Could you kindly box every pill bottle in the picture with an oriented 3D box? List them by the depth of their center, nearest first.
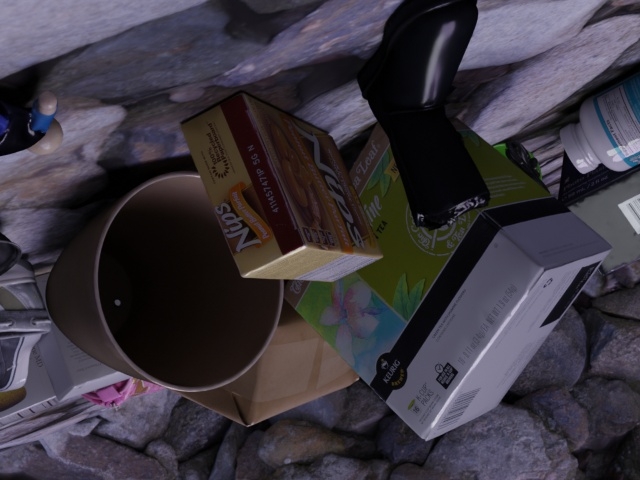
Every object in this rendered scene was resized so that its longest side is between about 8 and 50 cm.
[{"bbox_3d":[0.552,-0.214,1.805,0.264,0.146,0.146,-28,169,28],"label":"pill bottle"}]

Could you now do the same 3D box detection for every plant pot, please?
[{"bbox_3d":[-0.231,0.059,1.313,0.256,0.256,0.274,-15,-176,-40],"label":"plant pot"}]

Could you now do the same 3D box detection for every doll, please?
[{"bbox_3d":[-0.273,-0.095,0.865,0.129,0.046,0.189,-25,170,17],"label":"doll"}]

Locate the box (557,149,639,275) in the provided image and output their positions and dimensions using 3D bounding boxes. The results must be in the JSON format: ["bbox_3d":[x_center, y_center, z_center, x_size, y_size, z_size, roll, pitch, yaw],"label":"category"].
[{"bbox_3d":[0.624,-0.131,1.995,0.296,0.183,0.294,-29,-161,30],"label":"box"}]

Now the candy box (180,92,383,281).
[{"bbox_3d":[-0.034,-0.051,1.237,0.087,0.183,0.316,-25,170,16],"label":"candy box"}]

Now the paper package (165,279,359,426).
[{"bbox_3d":[-0.128,0.150,1.741,0.309,0.168,0.325,18,-166,28],"label":"paper package"}]

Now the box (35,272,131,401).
[{"bbox_3d":[-0.341,0.128,1.523,0.130,0.170,0.091,-16,168,-33],"label":"box"}]

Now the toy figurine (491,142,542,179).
[{"bbox_3d":[0.326,-0.115,1.981,0.173,0.130,0.159,-2,-178,8],"label":"toy figurine"}]

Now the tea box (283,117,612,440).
[{"bbox_3d":[0.174,0.045,1.520,0.220,0.323,0.329,-10,137,-50],"label":"tea box"}]

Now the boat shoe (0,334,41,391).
[{"bbox_3d":[-0.490,0.160,1.548,0.102,0.108,0.301,-17,166,-30],"label":"boat shoe"}]

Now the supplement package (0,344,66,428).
[{"bbox_3d":[-0.565,0.248,1.745,0.244,0.139,0.134,-22,171,-14],"label":"supplement package"}]

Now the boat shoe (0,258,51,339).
[{"bbox_3d":[-0.502,0.118,1.302,0.320,0.103,0.118,-19,169,-22],"label":"boat shoe"}]

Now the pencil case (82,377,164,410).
[{"bbox_3d":[-0.329,0.209,1.947,0.167,0.160,0.386,-60,165,7],"label":"pencil case"}]

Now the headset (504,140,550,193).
[{"bbox_3d":[0.229,-0.008,1.851,0.394,0.185,0.243,-31,168,29],"label":"headset"}]

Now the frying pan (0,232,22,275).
[{"bbox_3d":[-0.423,0.016,1.097,0.197,0.053,0.326,-21,168,-13],"label":"frying pan"}]

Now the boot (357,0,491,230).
[{"bbox_3d":[0.134,-0.132,1.121,0.094,0.207,0.246,-19,169,-22],"label":"boot"}]
